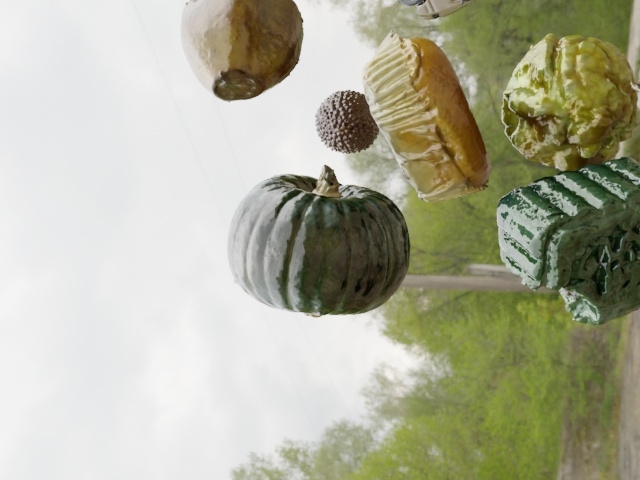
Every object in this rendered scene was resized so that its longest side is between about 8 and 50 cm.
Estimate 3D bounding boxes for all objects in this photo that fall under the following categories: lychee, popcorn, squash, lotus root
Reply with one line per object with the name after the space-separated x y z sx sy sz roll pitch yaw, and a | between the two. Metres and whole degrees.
0.069 -0.321 1.681 0.188 0.188 0.188 2 -90 -70 | lychee
0.511 -0.288 1.267 0.282 0.282 0.247 71 -153 -45 | popcorn
-0.001 0.005 0.732 0.218 0.218 0.172 29 -110 -68 | squash
-0.127 -0.309 1.022 0.199 0.188 0.180 23 -128 -41 | lotus root

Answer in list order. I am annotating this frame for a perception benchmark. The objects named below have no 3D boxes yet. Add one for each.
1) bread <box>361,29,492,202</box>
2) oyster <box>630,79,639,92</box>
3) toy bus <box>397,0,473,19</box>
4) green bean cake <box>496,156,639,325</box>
0.235 -0.239 1.280 0.388 0.183 0.236 45 -148 -44 | bread
0.586 -0.251 1.032 0.148 0.103 0.051 -21 -39 -48 | oyster
0.145 -0.439 0.777 0.289 0.157 0.139 54 -126 -35 | toy bus
0.510 0.025 1.183 0.169 0.300 0.308 -119 12 -55 | green bean cake
